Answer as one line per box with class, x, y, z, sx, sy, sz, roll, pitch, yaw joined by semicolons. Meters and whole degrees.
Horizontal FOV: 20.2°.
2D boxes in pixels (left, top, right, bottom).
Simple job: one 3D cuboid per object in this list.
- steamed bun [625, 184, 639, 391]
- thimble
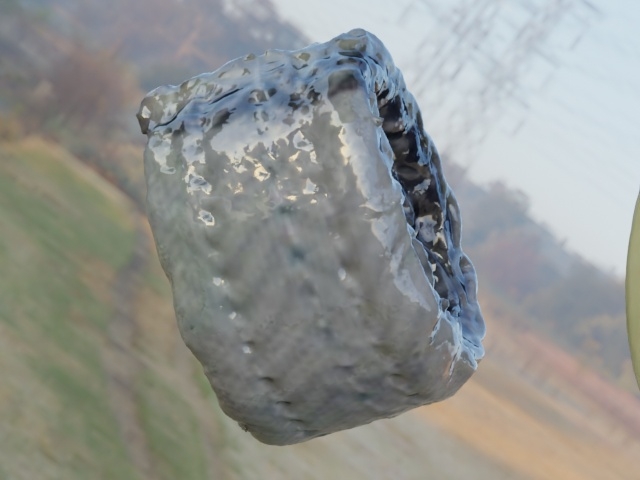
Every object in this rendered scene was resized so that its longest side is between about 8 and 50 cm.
steamed bun;0.384;-0.040;1.042;0.371;0.456;0.290;25;12;-40
thimble;0.000;0.000;1.113;0.217;0.157;0.245;-90;158;-57
